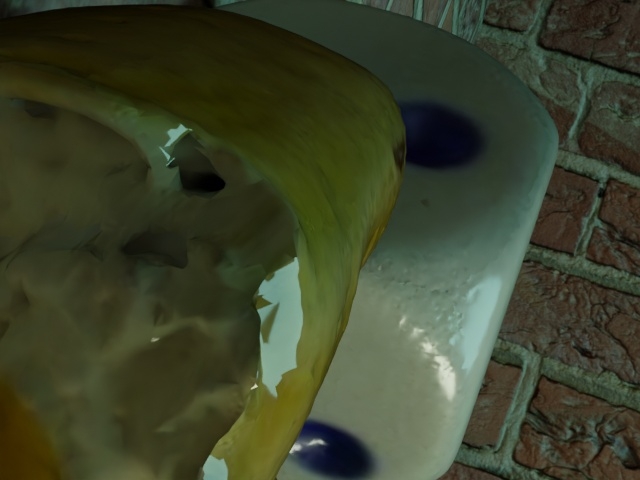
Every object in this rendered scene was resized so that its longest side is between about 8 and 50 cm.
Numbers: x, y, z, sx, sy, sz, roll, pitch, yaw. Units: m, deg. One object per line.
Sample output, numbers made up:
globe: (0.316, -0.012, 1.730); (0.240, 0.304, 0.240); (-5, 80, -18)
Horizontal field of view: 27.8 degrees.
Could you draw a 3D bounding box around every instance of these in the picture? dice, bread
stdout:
dice: (0.000, 0.000, 0.993); (0.304, 0.304, 0.277); (-62, 166, -45)
bread: (-0.123, 0.060, 0.598); (0.394, 0.250, 0.361); (-57, 166, -71)
